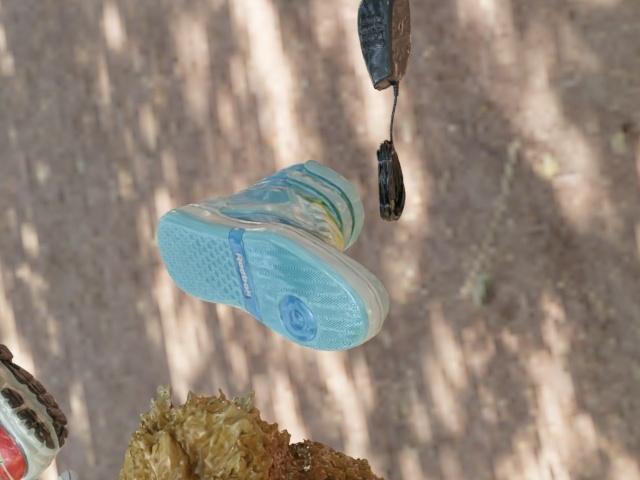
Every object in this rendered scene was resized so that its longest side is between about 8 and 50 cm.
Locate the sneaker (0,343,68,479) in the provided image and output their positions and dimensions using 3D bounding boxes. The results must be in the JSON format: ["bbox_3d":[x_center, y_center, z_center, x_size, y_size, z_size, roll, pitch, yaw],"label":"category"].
[{"bbox_3d":[-0.377,0.136,1.832,0.118,0.107,0.279,-44,75,14],"label":"sneaker"}]

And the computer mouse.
[{"bbox_3d":[0.059,-0.136,1.761,0.071,0.041,0.242,-30,-58,-68],"label":"computer mouse"}]

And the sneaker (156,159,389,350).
[{"bbox_3d":[0.000,0.000,1.881,0.319,0.208,0.127,22,129,44],"label":"sneaker"}]

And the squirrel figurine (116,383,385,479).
[{"bbox_3d":[-0.049,0.317,1.473,0.397,0.370,0.281,55,131,31],"label":"squirrel figurine"}]

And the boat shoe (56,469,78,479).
[{"bbox_3d":[-0.240,0.246,1.616,0.035,0.035,0.100,-38,34,54],"label":"boat shoe"}]
